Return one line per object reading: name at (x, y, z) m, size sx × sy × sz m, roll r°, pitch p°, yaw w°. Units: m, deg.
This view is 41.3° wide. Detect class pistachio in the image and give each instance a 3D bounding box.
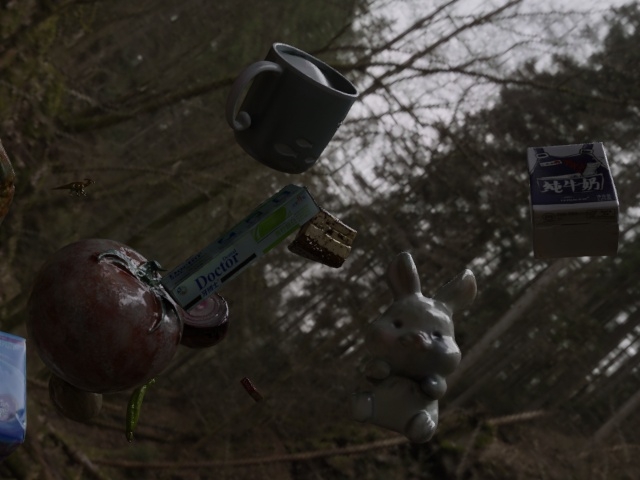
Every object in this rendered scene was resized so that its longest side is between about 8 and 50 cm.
pistachio at (-0.518, 0.317, 1.800) m, size 0.113 × 0.113 × 0.149 m, roll 35°, pitch -26°, yaw 56°

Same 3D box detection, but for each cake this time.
cake at (0.003, 0.003, 2.106) m, size 0.135 × 0.112 × 0.246 m, roll 29°, pitch -9°, yaw -3°

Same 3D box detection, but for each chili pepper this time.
chili pepper at (-0.513, 0.455, 2.362) m, size 0.043 × 0.208 × 0.049 m, roll 4°, pitch -32°, yaw 29°

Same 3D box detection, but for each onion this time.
onion at (-0.357, 0.228, 2.277) m, size 0.195 × 0.218 × 0.139 m, roll 37°, pitch -41°, yaw 16°

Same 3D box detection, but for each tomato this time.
tomato at (-0.423, 0.145, 1.681) m, size 0.316 × 0.283 × 0.316 m, roll 48°, pitch 7°, yaw -8°

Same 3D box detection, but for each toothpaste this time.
toothpaste at (-0.159, 0.010, 1.680) m, size 0.067 × 0.337 × 0.081 m, roll 57°, pitch -15°, yaw -21°

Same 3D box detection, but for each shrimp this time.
shrimp at (-0.596, -0.119, 1.491) m, size 0.062 × 0.154 × 0.294 m, roll 12°, pitch -44°, yaw 6°

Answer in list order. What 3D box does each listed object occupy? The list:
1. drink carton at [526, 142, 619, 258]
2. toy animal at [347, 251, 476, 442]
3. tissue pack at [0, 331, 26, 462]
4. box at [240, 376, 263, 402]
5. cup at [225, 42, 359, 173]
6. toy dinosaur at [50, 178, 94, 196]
drink carton at (0.420, -0.071, 1.430) m, size 0.222 × 0.134 × 0.101 m, roll -74°, pitch 155°, yaw -55°
toy animal at (0.187, 0.219, 1.745) m, size 0.196 × 0.367 × 0.241 m, roll 16°, pitch 8°, yaw 4°
tissue pack at (-0.567, 0.207, 1.199) m, size 0.263 × 0.146 × 0.198 m, roll 26°, pitch 35°, yaw -41°
box at (-0.188, 0.410, 2.324) m, size 0.051 × 0.023 × 0.082 m, roll 51°, pitch -7°, yaw 28°
cup at (-0.108, -0.338, 2.203) m, size 0.357 × 0.274 × 0.259 m, roll 3°, pitch 35°, yaw -50°
toy dinosaur at (-0.634, -0.130, 2.178) m, size 0.026 × 0.113 × 0.041 m, roll 49°, pitch 27°, yaw -85°
